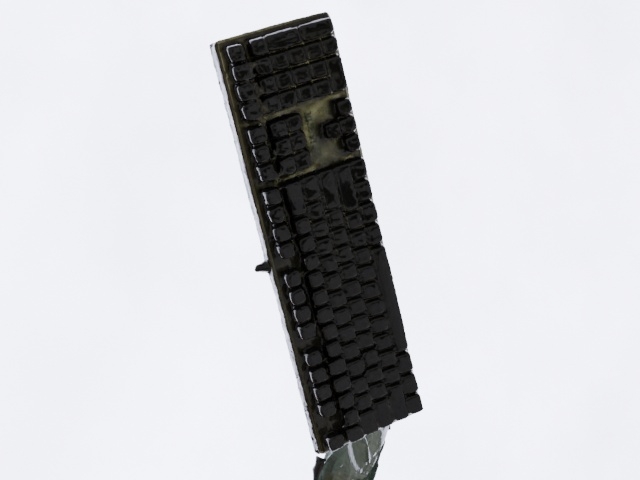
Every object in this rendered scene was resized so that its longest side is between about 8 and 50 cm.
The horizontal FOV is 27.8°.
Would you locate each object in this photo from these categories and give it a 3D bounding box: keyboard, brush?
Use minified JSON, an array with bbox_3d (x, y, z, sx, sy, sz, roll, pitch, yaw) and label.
[{"bbox_3d":[0.000,0.000,0.939,0.106,0.027,0.317,-20,-74,-22],"label":"keyboard"},{"bbox_3d":[-0.004,0.244,1.022,0.085,0.020,0.336,35,-105,-58],"label":"brush"}]
